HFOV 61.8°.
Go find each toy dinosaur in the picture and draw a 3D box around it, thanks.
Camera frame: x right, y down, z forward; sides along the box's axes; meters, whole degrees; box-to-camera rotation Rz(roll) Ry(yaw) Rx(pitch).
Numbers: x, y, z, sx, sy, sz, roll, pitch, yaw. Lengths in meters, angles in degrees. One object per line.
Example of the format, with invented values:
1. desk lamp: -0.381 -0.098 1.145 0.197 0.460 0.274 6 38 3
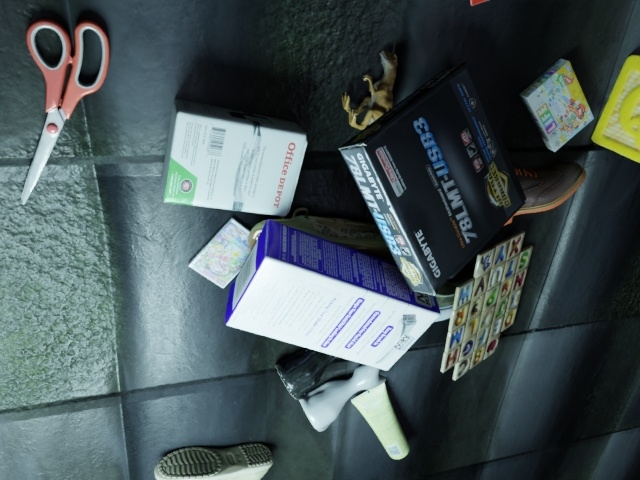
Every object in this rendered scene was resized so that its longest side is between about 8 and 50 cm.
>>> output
1. toy dinosaur: 0.097 -0.218 0.934 0.112 0.064 0.211 -6 120 -19

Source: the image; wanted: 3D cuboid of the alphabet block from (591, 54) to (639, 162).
1. alphabet block: 0.716 -0.247 1.069 0.197 0.193 0.192 4 115 -22

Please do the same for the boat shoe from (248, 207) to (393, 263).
1. boat shoe: 0.000 0.000 1.018 0.285 0.089 0.104 10 135 -22

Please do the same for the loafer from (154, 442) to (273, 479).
1. loafer: -0.238 0.530 1.210 0.268 0.102 0.092 5 110 -23

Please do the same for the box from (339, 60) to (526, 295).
1. box: 0.209 -0.109 0.926 0.293 0.073 0.295 -40 113 -27

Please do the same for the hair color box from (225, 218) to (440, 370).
1. hair color box: 0.021 0.108 0.973 0.339 0.110 0.185 21 127 -18

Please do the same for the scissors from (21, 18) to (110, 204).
1. scissors: -0.385 -0.181 0.800 0.109 0.021 0.297 5 114 -25

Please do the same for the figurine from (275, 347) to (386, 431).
1. figurine: 0.037 0.302 1.197 0.209 0.092 0.215 -31 125 -7

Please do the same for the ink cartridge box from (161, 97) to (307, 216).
1. ink cartridge box: -0.143 -0.132 0.878 0.208 0.087 0.153 7 115 -23

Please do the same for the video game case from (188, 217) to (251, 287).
1. video game case: -0.175 0.025 1.001 0.122 0.011 0.087 -45 123 8

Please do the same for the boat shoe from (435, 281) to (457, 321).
1. boat shoe: 0.175 0.105 1.119 0.302 0.109 0.094 2 120 -18

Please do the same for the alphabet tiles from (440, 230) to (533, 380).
1. alphabet tiles: 0.381 0.153 1.216 0.285 0.011 0.342 -21 127 -36

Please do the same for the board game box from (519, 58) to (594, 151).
1. board game box: 0.474 -0.267 1.067 0.103 0.026 0.154 -42 124 6

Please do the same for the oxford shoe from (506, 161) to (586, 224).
1. oxford shoe: 0.419 -0.112 1.097 0.271 0.097 0.098 -25 118 -6

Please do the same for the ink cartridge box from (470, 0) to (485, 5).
1. ink cartridge box: 0.346 -0.543 0.846 0.239 0.060 0.275 -22 123 -9

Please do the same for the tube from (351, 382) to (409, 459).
1. tube: 0.161 0.455 1.347 0.070 0.062 0.240 -55 129 -40
